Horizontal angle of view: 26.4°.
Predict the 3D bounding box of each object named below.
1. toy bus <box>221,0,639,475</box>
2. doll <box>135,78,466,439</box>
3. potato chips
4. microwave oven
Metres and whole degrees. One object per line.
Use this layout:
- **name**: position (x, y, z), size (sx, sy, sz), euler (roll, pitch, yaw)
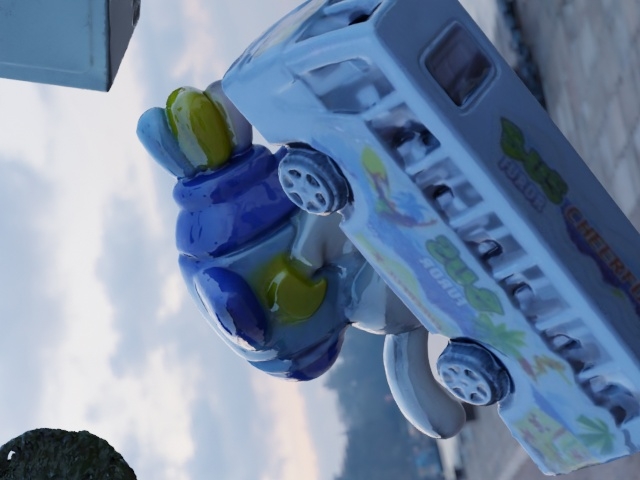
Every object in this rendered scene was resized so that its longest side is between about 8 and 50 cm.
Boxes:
- **toy bus**: position (0.094, -0.012, 0.814), size (0.330, 0.109, 0.136), euler (49, 144, -12)
- **doll**: position (-0.003, 0.001, 1.291), size (0.187, 0.365, 0.376), euler (162, 109, -70)
- **potato chips**: position (-0.260, 0.300, 1.383), size (0.220, 0.202, 0.029), euler (44, 159, -4)
- **microwave oven**: position (-0.416, -0.368, 1.728), size (0.218, 0.355, 0.286), euler (-81, -2, -49)
